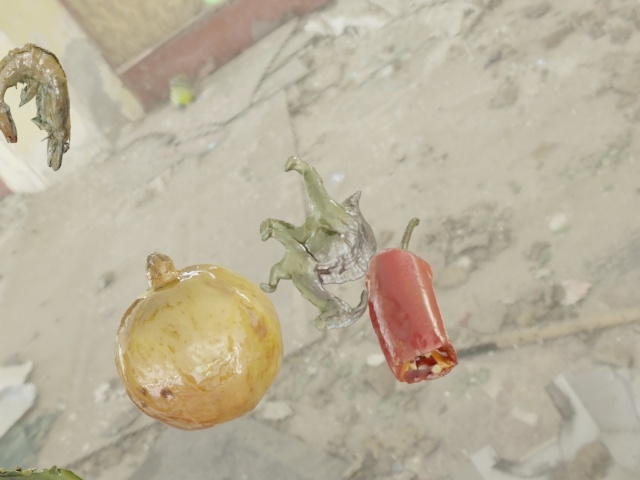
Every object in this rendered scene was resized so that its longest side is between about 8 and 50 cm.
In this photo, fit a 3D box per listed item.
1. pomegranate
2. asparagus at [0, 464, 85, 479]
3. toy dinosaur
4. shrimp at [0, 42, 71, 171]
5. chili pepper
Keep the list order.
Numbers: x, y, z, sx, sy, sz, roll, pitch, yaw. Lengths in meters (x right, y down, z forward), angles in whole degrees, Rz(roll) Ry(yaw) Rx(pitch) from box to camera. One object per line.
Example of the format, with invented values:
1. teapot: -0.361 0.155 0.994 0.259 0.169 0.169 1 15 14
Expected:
1. pomegranate: -0.279 0.210 2.183 0.410 0.410 0.410 -25 33 17
2. asparagus: -0.428 0.471 1.703 0.129 0.381 0.108 -65 -13 14
3. toy dinosaur: -0.003 0.006 1.356 0.077 0.162 0.294 123 165 -52
4. shrimp: -0.553 -0.250 1.882 0.058 0.253 0.173 22 28 40
5. chili pepper: 0.141 0.084 1.760 0.131 0.134 0.338 -20 54 11
